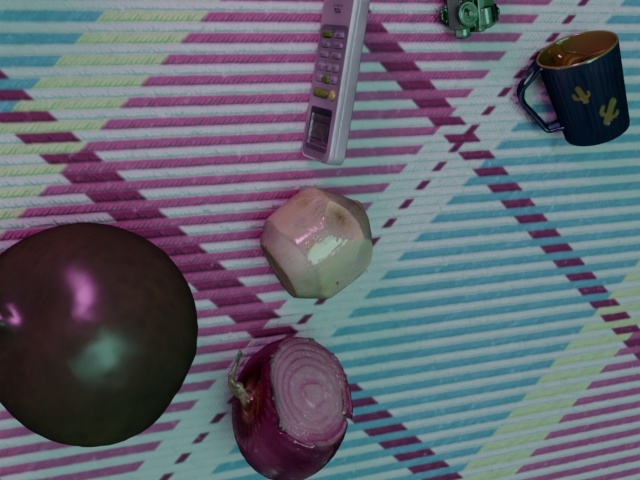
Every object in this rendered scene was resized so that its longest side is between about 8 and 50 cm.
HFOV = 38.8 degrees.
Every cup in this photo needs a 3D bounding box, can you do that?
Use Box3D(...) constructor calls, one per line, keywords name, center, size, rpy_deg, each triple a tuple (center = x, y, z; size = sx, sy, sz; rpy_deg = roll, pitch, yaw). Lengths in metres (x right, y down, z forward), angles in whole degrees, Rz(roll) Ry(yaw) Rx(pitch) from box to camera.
Box3D(name="cup", center=(0.419, -0.240, 1.496), size=(0.176, 0.131, 0.155), rpy_deg=(-18, 117, 14))

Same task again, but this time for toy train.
Box3D(name="toy train", center=(0.229, -0.403, 1.395), size=(0.105, 0.071, 0.178), rpy_deg=(-17, 108, -30))

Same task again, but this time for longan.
Box3D(name="longan", center=(-0.307, 0.118, 1.191), size=(0.297, 0.297, 0.297), rpy_deg=(-6, 106, -22))

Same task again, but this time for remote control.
Box3D(name="remote control", center=(0.021, -0.239, 1.328), size=(0.034, 0.103, 0.250), rpy_deg=(3, 103, -26))

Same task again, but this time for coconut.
Box3D(name="coconut", center=(0.001, 0.002, 1.353), size=(0.162, 0.161, 0.161), rpy_deg=(-32, 114, -11))

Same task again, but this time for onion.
Box3D(name="onion", center=(-0.053, 0.262, 1.375), size=(0.201, 0.207, 0.200), rpy_deg=(-30, 158, -14))
